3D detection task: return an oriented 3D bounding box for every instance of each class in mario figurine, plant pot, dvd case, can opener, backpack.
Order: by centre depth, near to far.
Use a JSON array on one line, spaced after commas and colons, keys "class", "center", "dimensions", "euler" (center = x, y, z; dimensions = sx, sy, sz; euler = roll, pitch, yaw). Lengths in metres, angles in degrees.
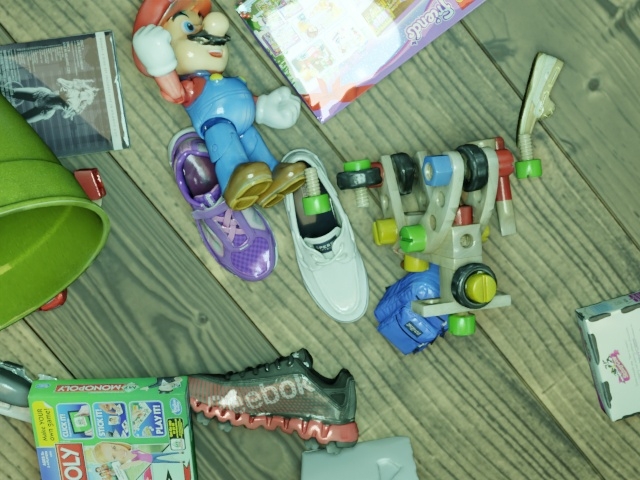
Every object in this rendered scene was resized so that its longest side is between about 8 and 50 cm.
[{"class": "plant pot", "center": [-0.510, -0.083, 1.509], "dimensions": [0.366, 0.366, 0.353], "euler": [-33, 74, 4]}, {"class": "mario figurine", "center": [-0.127, -0.206, 1.557], "dimensions": [0.170, 0.198, 0.321], "euler": [-30, 77, -5]}, {"class": "backpack", "center": [0.144, 0.097, 1.657], "dimensions": [0.098, 0.101, 0.120], "euler": [39, 130, -11]}, {"class": "dvd case", "center": [-0.384, -0.194, 1.660], "dimensions": [0.221, 0.018, 0.165], "euler": [-8, 98, 1]}, {"class": "can opener", "center": [-0.364, 0.241, 1.695], "dimensions": [0.280, 0.093, 0.074], "euler": [18, 97, -9]}]

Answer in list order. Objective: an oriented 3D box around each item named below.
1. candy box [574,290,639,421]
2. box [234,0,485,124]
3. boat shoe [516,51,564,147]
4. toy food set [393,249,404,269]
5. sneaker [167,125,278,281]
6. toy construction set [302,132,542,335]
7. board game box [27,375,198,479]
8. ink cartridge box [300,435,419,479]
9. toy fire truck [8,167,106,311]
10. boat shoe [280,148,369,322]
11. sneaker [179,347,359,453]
[{"class": "candy box", "center": [0.498, 0.145, 1.706], "dimensions": [0.233, 0.071, 0.159], "euler": [-16, 99, 0]}, {"class": "box", "center": [0.057, -0.325, 1.631], "dimensions": [0.293, 0.057, 0.201], "euler": [-36, 97, 4]}, {"class": "boat shoe", "center": [0.304, -0.191, 1.661], "dimensions": [0.045, 0.050, 0.135], "euler": [14, 98, 2]}, {"class": "toy food set", "center": [0.150, 0.029, 1.705], "dimensions": [0.122, 0.019, 0.078], "euler": [40, 96, -7]}, {"class": "sneaker", "center": [-0.138, -0.043, 1.646], "dimensions": [0.095, 0.104, 0.236], "euler": [-28, 99, 1]}, {"class": "toy construction set", "center": [0.179, -0.007, 1.575], "dimensions": [0.257, 0.308, 0.237], "euler": [-5, 97, 44]}, {"class": "board game box", "center": [-0.279, 0.336, 1.677], "dimensions": [0.213, 0.046, 0.317], "euler": [-2, 117, 1]}, {"class": "ink cartridge box", "center": [0.077, 0.503, 1.642], "dimensions": [0.166, 0.285, 0.395], "euler": [-8, 98, 0]}, {"class": "toy fire truck", "center": [-0.362, 0.001, 1.675], "dimensions": [0.135, 0.047, 0.192], "euler": [-7, 98, 0]}, {"class": "boat shoe", "center": [0.000, 0.000, 1.664], "dimensions": [0.095, 0.084, 0.258], "euler": [-23, 98, 2]}, {"class": "sneaker", "center": [-0.074, 0.210, 1.691], "dimensions": [0.276, 0.097, 0.135], "euler": [10, 91, 1]}]
